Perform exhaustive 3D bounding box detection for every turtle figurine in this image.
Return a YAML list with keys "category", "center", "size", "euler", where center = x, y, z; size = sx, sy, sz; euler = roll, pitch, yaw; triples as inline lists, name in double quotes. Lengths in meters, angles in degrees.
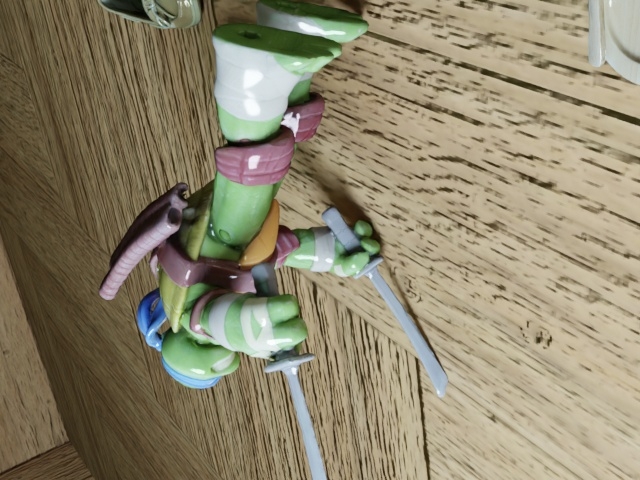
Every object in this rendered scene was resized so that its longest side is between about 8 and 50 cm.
- category: "turtle figurine"
  center: [0.000, 0.000, 0.616]
  size: [0.274, 0.197, 0.266]
  euler: [31, 123, 37]

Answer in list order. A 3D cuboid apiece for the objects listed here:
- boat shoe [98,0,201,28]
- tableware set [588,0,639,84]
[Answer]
- category: "boat shoe"
  center: [-0.152, -0.214, 0.860]
  size: [0.153, 0.048, 0.056]
  euler: [31, 138, 52]
- category: "tableware set"
  center: [0.160, -0.098, 0.364]
  size: [0.168, 0.020, 0.141]
  euler: [45, 148, 39]
